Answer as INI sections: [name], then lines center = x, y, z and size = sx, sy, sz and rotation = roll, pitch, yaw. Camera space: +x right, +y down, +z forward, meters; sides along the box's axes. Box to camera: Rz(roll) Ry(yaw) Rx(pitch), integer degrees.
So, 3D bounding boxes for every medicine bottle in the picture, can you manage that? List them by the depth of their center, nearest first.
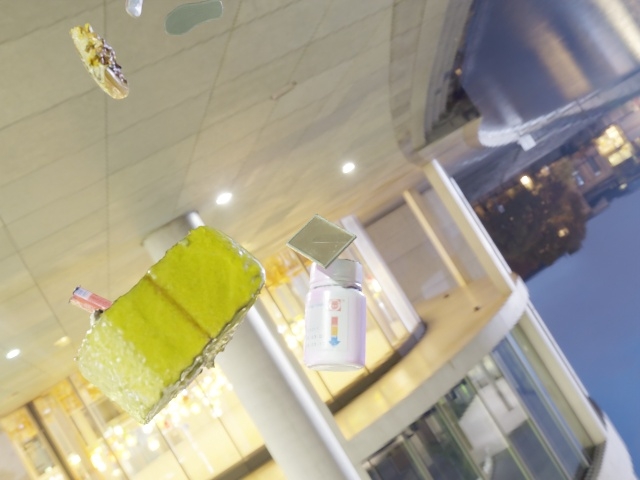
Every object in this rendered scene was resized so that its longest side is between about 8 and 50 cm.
[medicine bottle]
center = 0.036, 0.180, 1.696
size = 0.152, 0.254, 0.152
rotation = 1, 160, 0

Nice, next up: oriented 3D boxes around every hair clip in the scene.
[hair clip]
center = -0.408, -0.578, 1.613
size = 0.137, 0.022, 0.054
rotation = -65, 161, 10

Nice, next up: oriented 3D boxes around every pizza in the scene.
[pizza]
center = -0.655, -0.515, 2.206
size = 0.087, 0.257, 0.268
rotation = -29, 149, -2

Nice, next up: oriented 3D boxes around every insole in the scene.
[insole]
center = -0.241, -0.429, 1.355
size = 0.002, 0.053, 0.153
rotation = 17, -145, 36

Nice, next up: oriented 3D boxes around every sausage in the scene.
[sausage]
center = -0.476, 0.149, 1.551
size = 0.050, 0.145, 0.048
rotation = 116, -1, -61

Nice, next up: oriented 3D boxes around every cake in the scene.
[cake]
center = -0.193, 0.110, 0.948
size = 0.260, 0.156, 0.179
rotation = -45, 177, -33

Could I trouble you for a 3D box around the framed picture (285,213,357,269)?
[framed picture]
center = 0.000, 0.000, 1.656
size = 0.109, 0.011, 0.149
rotation = -45, -134, -15
